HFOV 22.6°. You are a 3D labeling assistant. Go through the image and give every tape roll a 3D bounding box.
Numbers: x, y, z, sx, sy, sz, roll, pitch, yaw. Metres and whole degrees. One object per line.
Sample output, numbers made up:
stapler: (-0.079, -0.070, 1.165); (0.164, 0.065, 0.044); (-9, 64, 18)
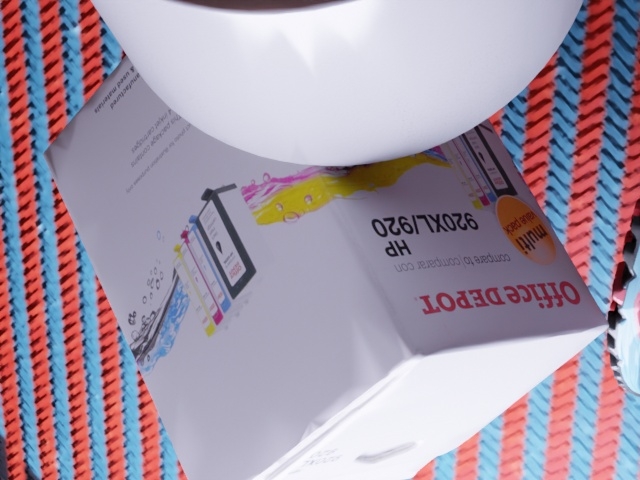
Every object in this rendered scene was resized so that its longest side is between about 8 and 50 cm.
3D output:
tape roll: (-0.001, -0.174, 0.697); (0.246, 0.246, 0.169); (22, 167, 15)

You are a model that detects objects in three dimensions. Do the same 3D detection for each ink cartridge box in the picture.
ink cartridge box: (0.000, 0.000, 0.851); (0.168, 0.171, 0.232); (-42, 65, 35)

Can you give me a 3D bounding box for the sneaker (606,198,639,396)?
sneaker: (0.228, -0.013, 0.827); (0.125, 0.104, 0.261); (19, 122, 14)
